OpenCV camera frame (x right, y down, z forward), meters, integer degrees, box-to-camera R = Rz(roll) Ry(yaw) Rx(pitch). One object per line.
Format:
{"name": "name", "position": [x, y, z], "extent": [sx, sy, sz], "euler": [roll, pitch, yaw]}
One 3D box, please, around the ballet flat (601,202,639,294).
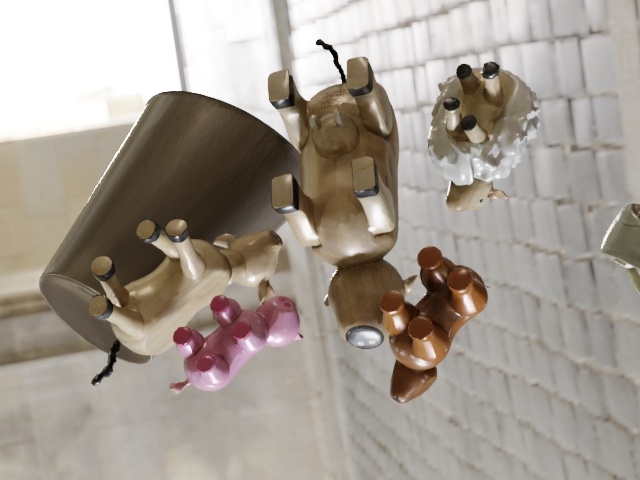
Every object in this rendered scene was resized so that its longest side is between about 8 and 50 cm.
{"name": "ballet flat", "position": [0.321, 0.053, 1.099], "extent": [0.213, 0.072, 0.068], "euler": [43, 111, 25]}

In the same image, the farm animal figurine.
{"name": "farm animal figurine", "position": [0.000, 0.000, 1.116], "extent": [0.172, 0.330, 0.326], "euler": [55, -134, -60]}

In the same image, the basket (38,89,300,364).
{"name": "basket", "position": [-0.150, -0.009, 1.266], "extent": [0.204, 0.227, 0.154], "euler": [19, 148, 29]}
